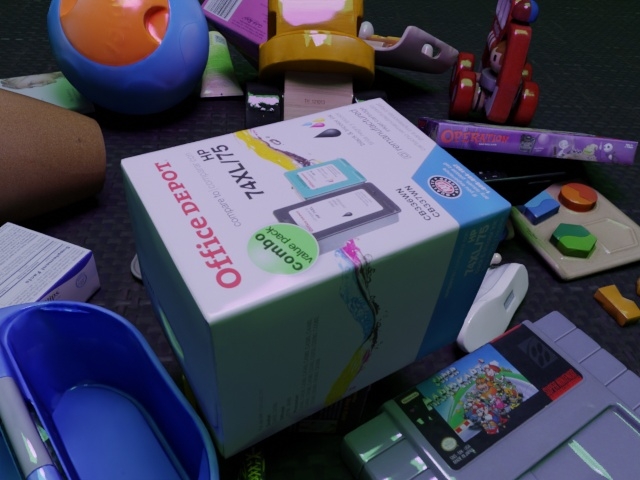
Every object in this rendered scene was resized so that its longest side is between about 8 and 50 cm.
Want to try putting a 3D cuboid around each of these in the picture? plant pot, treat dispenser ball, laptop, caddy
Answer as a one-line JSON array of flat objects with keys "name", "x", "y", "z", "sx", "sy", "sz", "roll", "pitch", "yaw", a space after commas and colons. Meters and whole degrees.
[{"name": "plant pot", "x": -0.458, "y": -0.119, "z": 0.774, "sx": 0.254, "sy": 0.237, "sz": 0.237, "roll": -7, "pitch": 40, "yaw": -38}, {"name": "treat dispenser ball", "x": -0.358, "y": -0.385, "z": 1.014, "sx": 0.288, "sy": 0.288, "sz": 0.288, "roll": 4, "pitch": 41, "yaw": -3}, {"name": "laptop", "x": 0.218, "y": -0.118, "z": 0.876, "sx": 0.234, "sy": 0.136, "sz": 0.264, "roll": -6, "pitch": 42, "yaw": -2}, {"name": "caddy", "x": -0.233, "y": 0.196, "z": 0.452, "sx": 0.241, "sy": 0.179, "sz": 0.341, "roll": -27, "pitch": 51, "yaw": -31}]

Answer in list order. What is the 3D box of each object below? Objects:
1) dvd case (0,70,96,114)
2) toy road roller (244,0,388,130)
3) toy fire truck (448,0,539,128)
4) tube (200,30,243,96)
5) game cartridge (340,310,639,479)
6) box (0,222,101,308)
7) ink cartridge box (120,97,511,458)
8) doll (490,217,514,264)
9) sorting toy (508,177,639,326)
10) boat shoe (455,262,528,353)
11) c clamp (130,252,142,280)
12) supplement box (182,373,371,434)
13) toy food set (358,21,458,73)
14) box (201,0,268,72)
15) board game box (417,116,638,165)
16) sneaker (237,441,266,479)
[{"name": "dvd case", "x": -0.601, "y": -0.284, "z": 1.069, "sx": 0.253, "sy": 0.022, "sz": 0.180, "roll": -18, "pitch": 47, "yaw": -25}, {"name": "toy road roller", "x": -0.013, "y": -0.236, "z": 0.836, "sx": 0.202, "sy": 0.240, "sz": 0.329, "roll": 2, "pitch": -3, "yaw": -6}, {"name": "toy fire truck", "x": 0.388, "y": -0.396, "z": 1.142, "sx": 0.169, "sy": 0.254, "sz": 0.302, "roll": 11, "pitch": 37, "yaw": 5}, {"name": "tube", "x": -0.237, "y": -0.395, "z": 1.222, "sx": 0.070, "sy": 0.062, "sz": 0.240, "roll": -35, "pitch": 46, "yaw": 19}, {"name": "game cartridge", "x": 0.224, "y": 0.220, "z": 0.577, "sx": 0.355, "sy": 0.068, "sz": 0.230, "roll": -21, "pitch": 52, "yaw": -28}, {"name": "box", "x": -0.378, "y": 0.055, "z": 0.673, "sx": 0.137, "sy": 0.072, "sz": 0.126, "roll": 17, "pitch": 42, "yaw": 13}, {"name": "ink cartridge box", "x": -0.012, "y": 0.021, "z": 0.502, "sx": 0.270, "sy": 0.197, "sz": 0.198, "roll": -20, "pitch": 50, "yaw": -25}, {"name": "doll", "x": 0.218, "y": 0.015, "z": 0.811, "sx": 0.189, "sy": 0.046, "sz": 0.129, "roll": -30, "pitch": 32, "yaw": -31}, {"name": "sorting toy", "x": 0.447, "y": -0.003, "z": 0.869, "sx": 0.229, "sy": 0.041, "sz": 0.307, "roll": -10, "pitch": 44, "yaw": -18}, {"name": "boat shoe", "x": 0.220, "y": 0.086, "z": 0.729, "sx": 0.063, "sy": 0.066, "sz": 0.184, "roll": -1, "pitch": 33, "yaw": 46}, {"name": "c clamp", "x": -0.198, "y": 0.009, "z": 0.787, "sx": 0.137, "sy": 0.022, "sz": 0.160, "roll": 12, "pitch": 41, "yaw": 6}, {"name": "supplement box", "x": -0.047, "y": 0.149, "z": 0.584, "sx": 0.188, "sy": 0.104, "sz": 0.081, "roll": 3, "pitch": 42, "yaw": -4}, {"name": "toy food set", "x": 0.132, "y": -0.462, "z": 1.218, "sx": 0.306, "sy": 0.092, "sz": 0.220, "roll": 23, "pitch": 16, "yaw": 36}, {"name": "box", "x": -0.091, "y": -0.417, "z": 1.114, "sx": 0.213, "sy": 0.243, "sz": 0.117, "roll": 38, "pitch": 94, "yaw": 31}, {"name": "board game box", "x": 0.371, "y": -0.192, "z": 1.011, "sx": 0.347, "sy": 0.056, "sz": 0.208, "roll": 5, "pitch": 20, "yaw": -2}, {"name": "sneaker", "x": -0.071, "y": 0.229, "z": 0.543, "sx": 0.031, "sy": 0.035, "sz": 0.083, "roll": -5, "pitch": 42, "yaw": -12}]
